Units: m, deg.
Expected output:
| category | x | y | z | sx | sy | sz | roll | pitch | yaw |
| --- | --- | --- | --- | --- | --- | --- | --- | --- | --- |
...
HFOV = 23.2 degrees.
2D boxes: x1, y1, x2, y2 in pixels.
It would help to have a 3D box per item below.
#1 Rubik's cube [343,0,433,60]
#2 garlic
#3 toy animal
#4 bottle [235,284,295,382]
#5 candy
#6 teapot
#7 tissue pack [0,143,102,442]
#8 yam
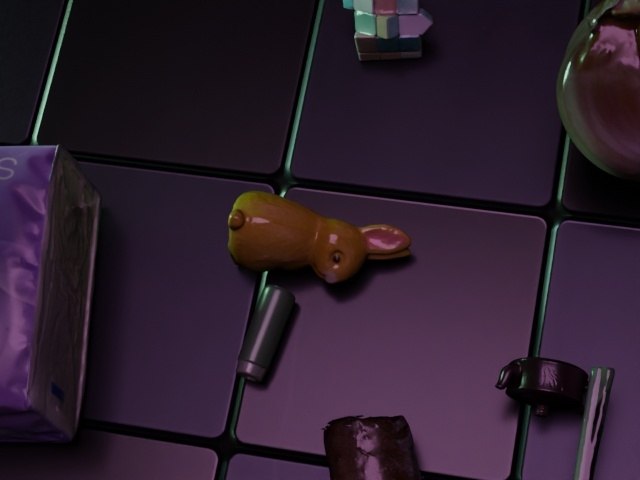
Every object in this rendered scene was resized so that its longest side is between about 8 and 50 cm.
| category | x | y | z | sx | sy | sz | roll | pitch | yaw |
| --- | --- | --- | --- | --- | --- | --- | --- | --- | --- |
| Rubik's cube | 0.061 | -0.213 | 1.434 | 0.075 | 0.073 | 0.084 | -18 | 70 | 1 |
| garlic | 0.285 | -0.149 | 1.332 | 0.160 | 0.214 | 0.191 | -18 | 111 | 19 |
| toy animal | 0.000 | 0.001 | 1.364 | 0.159 | 0.083 | 0.070 | 11 | 79 | 4 |
| bottle | -0.049 | 0.082 | 1.363 | 0.030 | 0.030 | 0.083 | 16 | 74 | 15 |
| candy | 0.204 | 0.227 | 1.235 | 0.073 | 0.077 | 0.262 | 10 | 75 | 13 |
| teapot | 0.190 | 0.125 | 1.292 | 0.100 | 0.068 | 0.045 | 19 | 74 | -20 |
| tissue pack | -0.380 | 0.046 | 1.360 | 0.338 | 0.160 | 0.242 | -1 | 69 | 8 |
| yam | 0.048 | 0.214 | 1.273 | 0.079 | 0.079 | 0.141 | -12 | 69 | 5 |
